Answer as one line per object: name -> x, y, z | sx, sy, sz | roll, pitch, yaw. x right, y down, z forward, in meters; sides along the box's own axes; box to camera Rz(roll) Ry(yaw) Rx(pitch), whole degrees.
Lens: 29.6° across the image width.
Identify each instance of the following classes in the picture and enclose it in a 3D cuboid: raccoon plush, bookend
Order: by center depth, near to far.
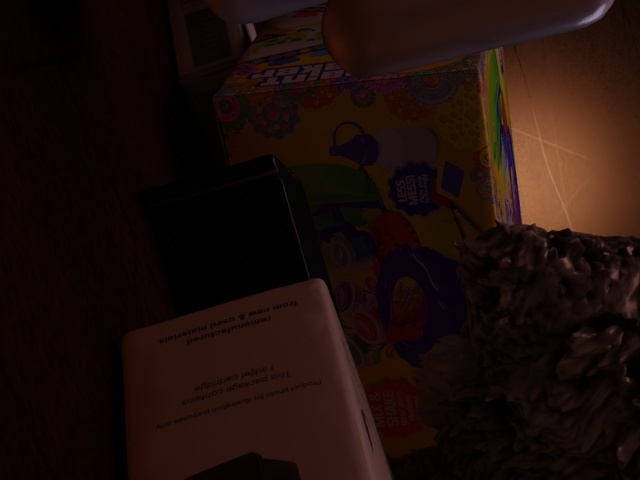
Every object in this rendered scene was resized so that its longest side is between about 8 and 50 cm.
raccoon plush -> 0.137, 0.205, 0.532 | 0.299, 0.216, 0.446 | 105, -22, -46
bookend -> -0.030, 0.043, 0.678 | 0.156, 0.072, 0.157 | 23, 51, -85

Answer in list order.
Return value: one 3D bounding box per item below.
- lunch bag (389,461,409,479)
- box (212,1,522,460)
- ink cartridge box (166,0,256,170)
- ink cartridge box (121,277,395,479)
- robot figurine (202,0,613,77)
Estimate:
lunch bag -> 0.075, 0.222, 1.139 | 0.096, 0.129, 0.151 | -103, 175, -46
box -> 0.057, -0.029, 0.926 | 0.279, 0.177, 0.290 | -70, 152, -62
ink cartridge box -> -0.075, -0.140, 1.061 | 0.239, 0.060, 0.275 | 69, 5, -46
ink cartridge box -> -0.004, 0.141, 0.432 | 0.208, 0.087, 0.153 | -104, 176, -50
robot figurine -> 0.030, -0.222, 0.539 | 0.200, 0.353, 0.300 | 51, 23, -83
